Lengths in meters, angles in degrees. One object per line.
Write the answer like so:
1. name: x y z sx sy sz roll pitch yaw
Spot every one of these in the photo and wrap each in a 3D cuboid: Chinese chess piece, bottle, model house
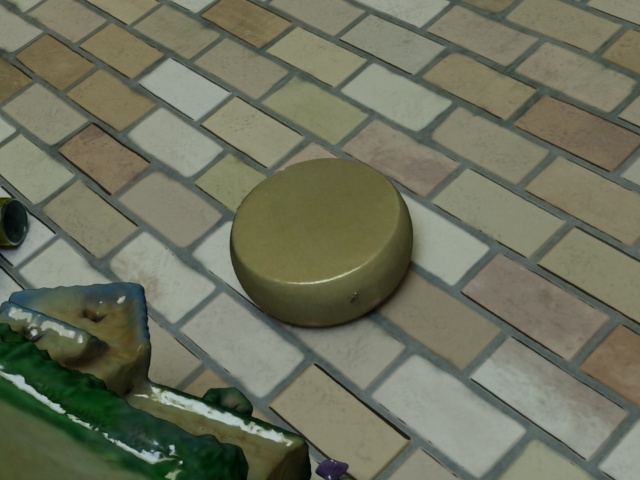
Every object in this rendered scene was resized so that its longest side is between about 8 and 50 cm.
1. Chinese chess piece: 0.000 0.000 1.400 0.273 0.102 0.273 -8 48 9
2. bottle: -0.635 -0.030 1.614 0.286 0.082 0.082 0 51 16
3. model house: -0.220 0.231 1.079 0.382 0.334 0.343 21 23 15

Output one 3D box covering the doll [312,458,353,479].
1. doll: -0.038 0.323 1.175 0.190 0.050 0.115 -3 59 22
